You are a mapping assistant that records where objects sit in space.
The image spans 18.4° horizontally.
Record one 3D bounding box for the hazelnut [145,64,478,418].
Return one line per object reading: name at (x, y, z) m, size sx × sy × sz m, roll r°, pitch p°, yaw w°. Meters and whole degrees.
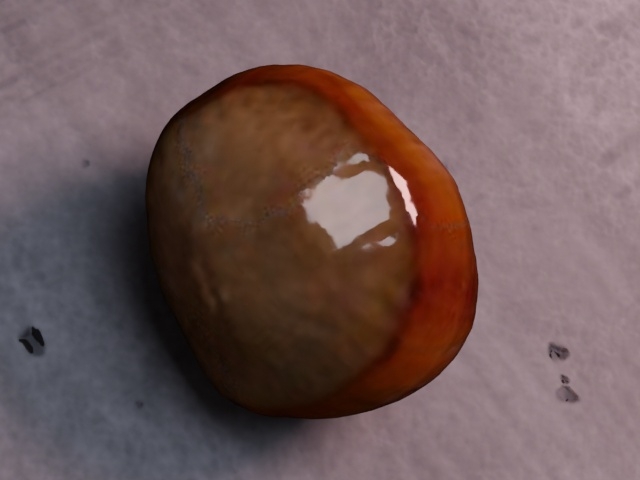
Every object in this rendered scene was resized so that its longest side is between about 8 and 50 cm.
hazelnut at (0.000, 0.000, 1.128) m, size 0.214 × 0.176 × 0.214 m, roll 41°, pitch 36°, yaw -39°
